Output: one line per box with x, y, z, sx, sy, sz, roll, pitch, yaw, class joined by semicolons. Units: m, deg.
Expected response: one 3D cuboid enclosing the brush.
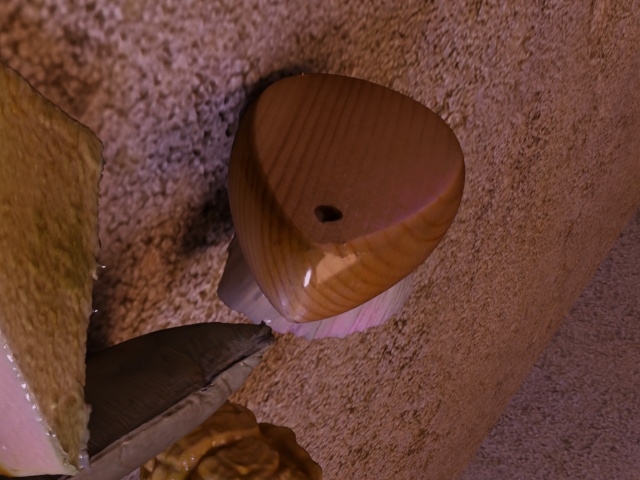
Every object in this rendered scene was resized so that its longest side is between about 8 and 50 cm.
0.000;0.000;0.794;0.266;0.174;0.166;-65;174;-58;brush

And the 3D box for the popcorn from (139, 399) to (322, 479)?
-0.084;0.211;0.934;0.140;0.194;0.163;-20;105;-31;popcorn

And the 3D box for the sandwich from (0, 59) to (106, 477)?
-0.166;0.012;0.524;0.162;0.058;0.193;44;43;-68;sandwich

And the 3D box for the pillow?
-0.173;0.132;0.679;0.302;0.185;0.075;-33;103;-49;pillow
